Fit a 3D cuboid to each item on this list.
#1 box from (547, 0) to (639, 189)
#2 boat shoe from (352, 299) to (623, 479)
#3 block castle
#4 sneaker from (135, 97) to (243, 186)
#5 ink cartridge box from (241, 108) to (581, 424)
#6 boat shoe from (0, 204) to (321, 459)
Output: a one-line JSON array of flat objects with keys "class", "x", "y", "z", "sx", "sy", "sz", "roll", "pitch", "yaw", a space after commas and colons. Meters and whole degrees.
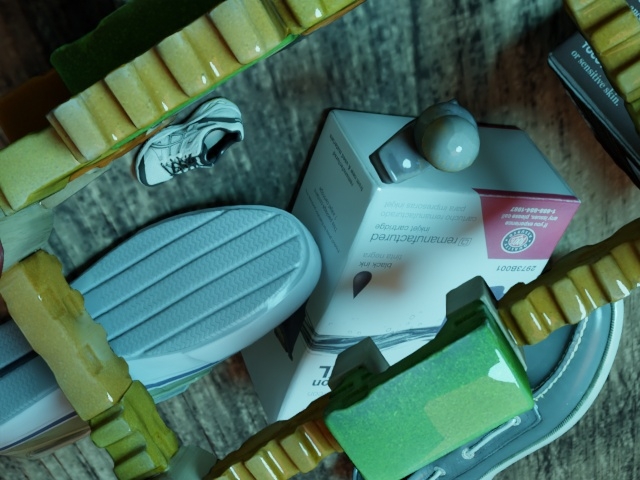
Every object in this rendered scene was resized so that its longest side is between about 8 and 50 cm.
[{"class": "box", "x": 0.299, "y": -0.103, "z": 0.718, "sx": 0.203, "sy": 0.167, "sz": 0.168, "roll": -39, "pitch": 151, "yaw": 11}, {"class": "boat shoe", "x": 0.140, "y": 0.139, "z": 0.929, "sx": 0.099, "sy": 0.116, "sz": 0.319, "roll": 9, "pitch": 131, "yaw": -37}, {"class": "block castle", "x": 0.000, "y": 0.000, "z": 0.549, "sx": 0.453, "sy": 0.213, "sz": 0.303, "roll": -30, "pitch": 98, "yaw": 12}, {"class": "sneaker", "x": -0.087, "y": -0.059, "z": 0.691, "sx": 0.083, "sy": 0.037, "sz": 0.032, "roll": -37, "pitch": 137, "yaw": 12}, {"class": "ink cartridge box", "x": 0.058, "y": 0.031, "z": 0.798, "sx": 0.172, "sy": 0.100, "sz": 0.237, "roll": 2, "pitch": 129, "yaw": -27}, {"class": "boat shoe", "x": -0.133, "y": 0.069, "z": 0.757, "sx": 0.302, "sy": 0.109, "sz": 0.094, "roll": -25, "pitch": 152, "yaw": 10}]
